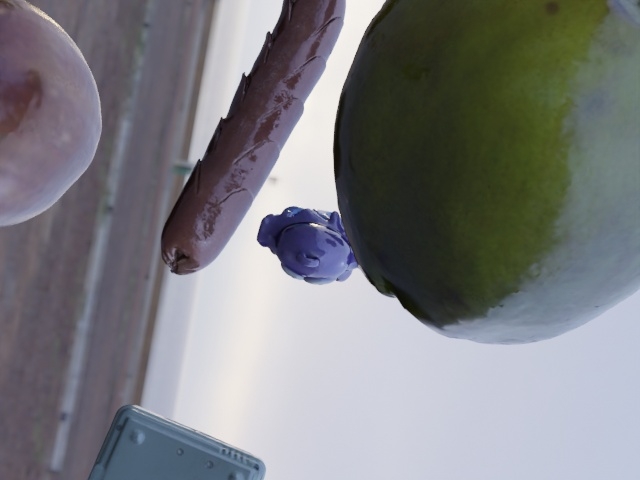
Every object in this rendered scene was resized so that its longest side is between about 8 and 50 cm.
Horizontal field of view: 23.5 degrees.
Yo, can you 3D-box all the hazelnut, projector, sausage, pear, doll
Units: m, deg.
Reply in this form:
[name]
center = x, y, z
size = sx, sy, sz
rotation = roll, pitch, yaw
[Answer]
[hazelnut]
center = -0.468, -0.155, 1.999
size = 0.372, 0.372, 0.315
rotation = 108, -12, -65
[projector]
center = -0.194, 0.336, 1.760
size = 0.099, 0.192, 0.257
rotation = 112, 1, -83
[sausage]
center = -0.068, -0.147, 1.792
size = 0.088, 0.088, 0.433
rotation = 111, 5, -71
[pear]
center = 0.142, -0.076, 1.036
size = 0.321, 0.269, 0.269
rotation = -61, -167, 27
[doll]
center = 0.000, 0.000, 1.438
size = 0.206, 0.110, 0.067
rotation = -55, 160, -76
